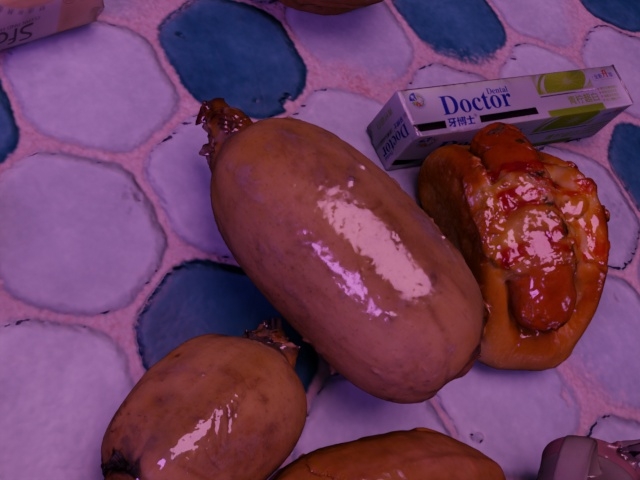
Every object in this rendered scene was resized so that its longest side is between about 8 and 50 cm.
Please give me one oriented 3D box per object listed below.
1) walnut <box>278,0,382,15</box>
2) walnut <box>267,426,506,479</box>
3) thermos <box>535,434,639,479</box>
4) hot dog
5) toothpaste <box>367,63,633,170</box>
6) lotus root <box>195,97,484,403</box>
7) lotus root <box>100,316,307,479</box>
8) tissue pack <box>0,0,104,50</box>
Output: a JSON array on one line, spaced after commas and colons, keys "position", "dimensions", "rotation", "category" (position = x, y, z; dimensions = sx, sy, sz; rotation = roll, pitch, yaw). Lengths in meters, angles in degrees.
[{"position": [0.016, -0.355, 0.960], "dimensions": [0.213, 0.213, 0.213], "rotation": [11, 57, -18], "category": "walnut"}, {"position": [0.047, 0.215, 0.658], "dimensions": [0.245, 0.137, 0.137], "rotation": [4, 60, -23], "category": "walnut"}, {"position": [0.199, 0.277, 0.677], "dimensions": [0.146, 0.176, 0.265], "rotation": [6, 44, 24], "category": "thermos"}, {"position": [0.198, -0.007, 0.848], "dimensions": [0.150, 0.153, 0.257], "rotation": [0, 61, -24], "category": "hot dog"}, {"position": [0.218, -0.148, 0.989], "dimensions": [0.336, 0.081, 0.067], "rotation": [-12, 70, -29], "category": "toothpaste"}, {"position": [0.000, 0.000, 0.745], "dimensions": [0.342, 0.169, 0.151], "rotation": [44, 69, 8], "category": "lotus root"}, {"position": [-0.079, 0.135, 0.666], "dimensions": [0.125, 0.118, 0.221], "rotation": [53, 52, -7], "category": "lotus root"}, {"position": [-0.342, -0.262, 0.800], "dimensions": [0.222, 0.090, 0.186], "rotation": [-31, 75, -36], "category": "tissue pack"}]
